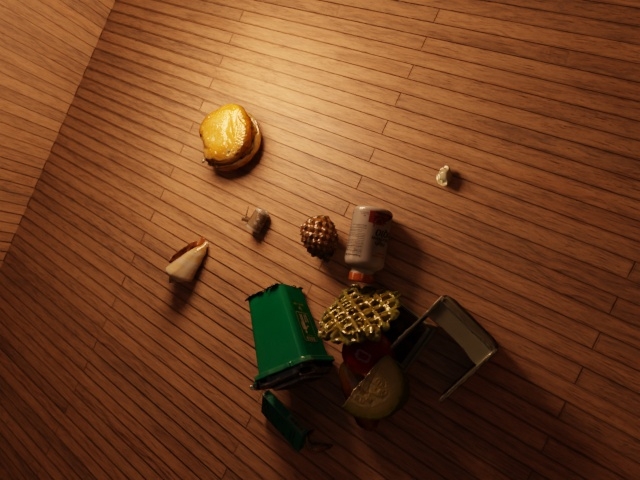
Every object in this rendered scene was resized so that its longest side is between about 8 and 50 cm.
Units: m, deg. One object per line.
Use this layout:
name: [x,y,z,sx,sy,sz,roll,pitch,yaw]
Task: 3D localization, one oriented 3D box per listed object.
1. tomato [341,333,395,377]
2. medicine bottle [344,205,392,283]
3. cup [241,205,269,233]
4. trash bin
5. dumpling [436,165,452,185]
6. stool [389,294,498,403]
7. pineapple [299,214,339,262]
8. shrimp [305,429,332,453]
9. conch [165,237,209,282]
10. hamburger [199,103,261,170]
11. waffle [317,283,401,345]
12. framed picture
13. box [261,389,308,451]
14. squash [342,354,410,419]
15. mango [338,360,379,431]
tomato: [0.176,0.407,1.649,0.195,0.195,0.136,21,127,26]
medicine bottle: [0.181,0.019,1.743,0.156,0.157,0.289,8,85,26]
cup: [-0.293,-0.100,2.024,0.102,0.074,0.099,33,94,5]
trash bin: [-0.148,0.389,1.795,0.295,0.259,0.382,-27,65,19]
dumpling: [0.469,-0.246,1.720,0.059,0.043,0.077,-3,96,41]
stool: [0.429,0.362,1.552,0.270,0.170,0.244,-47,70,11]
pineapple: [0.000,0.000,1.834,0.166,0.166,0.193,-25,71,19]
shrimp: [-0.008,0.792,1.774,0.127,0.025,0.091,-12,75,26]
conch: [-0.620,0.110,2.139,0.255,0.127,0.158,-38,36,-8]
hamburger: [-0.427,-0.473,2.101,0.314,0.170,0.290,-20,71,22]
waffle: [0.141,0.268,1.666,0.316,0.073,0.297,-7,33,38]
framed picture: [0.277,0.340,1.723,0.273,0.016,0.217,36,97,25]
box: [-0.148,0.717,1.792,0.226,0.042,0.161,38,140,26]
squash: [0.217,0.549,1.596,0.204,0.155,0.237,42,82,6]
mango: [0.154,0.572,1.687,0.133,0.111,0.268,-36,68,33]
